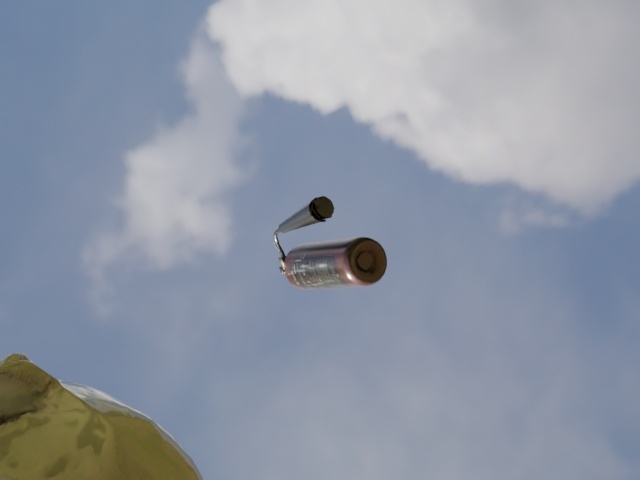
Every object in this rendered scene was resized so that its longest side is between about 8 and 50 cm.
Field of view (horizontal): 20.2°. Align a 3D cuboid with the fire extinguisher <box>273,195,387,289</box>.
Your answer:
[{"bbox_3d":[-0.005,0.003,0.907,0.046,0.100,0.032,44,-110,-19],"label":"fire extinguisher"}]

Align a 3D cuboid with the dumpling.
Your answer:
[{"bbox_3d":[-0.147,0.170,1.062,0.250,0.132,0.162,46,-112,-37],"label":"dumpling"}]
